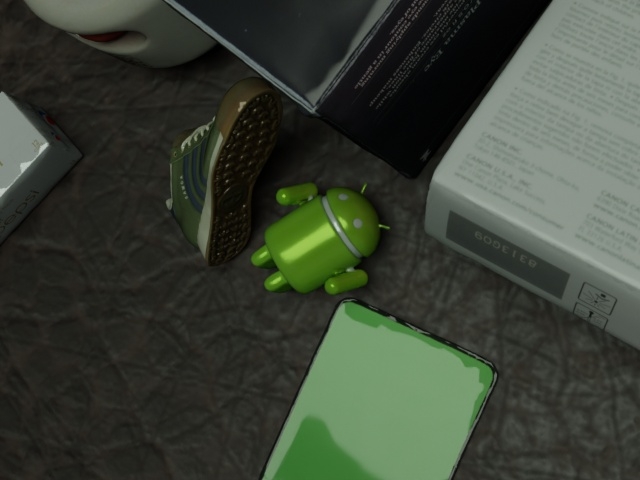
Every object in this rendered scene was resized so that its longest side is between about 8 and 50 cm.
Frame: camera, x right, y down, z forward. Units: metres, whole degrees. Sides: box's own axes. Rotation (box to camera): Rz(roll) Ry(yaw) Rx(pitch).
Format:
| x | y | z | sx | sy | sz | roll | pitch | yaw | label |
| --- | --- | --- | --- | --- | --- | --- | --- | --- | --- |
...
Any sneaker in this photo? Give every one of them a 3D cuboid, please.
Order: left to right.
| x | y | z | sx | sy | sz | roll | pitch | yaw | label |
| --- | --- | --- | --- | --- | --- | --- | --- | --- | --- |
| -0.092 | -0.070 | 1.006 | 0.086 | 0.064 | 0.192 | 45 | 140 | 27 | sneaker |

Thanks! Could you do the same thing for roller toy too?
| x | y | z | sx | sy | sz | roll | pitch | yaw | label |
| --- | --- | --- | --- | --- | --- | --- | --- | --- | --- |
| -0.156 | -0.249 | 1.038 | 0.209 | 0.146 | 0.191 | -35 | 67 | 16 | roller toy |

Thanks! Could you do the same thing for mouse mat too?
| x | y | z | sx | sy | sz | roll | pitch | yaw | label |
| --- | --- | --- | --- | --- | --- | --- | --- | --- | --- |
| 0.046 | 0.160 | 1.014 | 0.152 | 0.007 | 0.190 | 25 | 91 | 17 | mouse mat |

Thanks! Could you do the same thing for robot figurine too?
| x | y | z | sx | sy | sz | roll | pitch | yaw | label |
| --- | --- | --- | --- | --- | --- | --- | --- | --- | --- |
| 0.000 | 0.000 | 1.010 | 0.115 | 0.067 | 0.101 | -31 | 75 | 11 | robot figurine |

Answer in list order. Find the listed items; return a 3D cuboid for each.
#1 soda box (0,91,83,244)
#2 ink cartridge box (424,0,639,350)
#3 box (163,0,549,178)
| x | y | z | sx | sy | sz | roll | pitch | yaw | label |
| --- | --- | --- | --- | --- | --- | --- | --- | --- | --- |
| -0.323 | -0.030 | 1.105 | 0.216 | 0.069 | 0.074 | -46 | 75 | 8 | soda box |
| 0.304 | -0.091 | 0.904 | 0.308 | 0.091 | 0.385 | 29 | 65 | 17 | ink cartridge box |
| 0.072 | -0.246 | 0.886 | 0.179 | 0.312 | 0.343 | 39 | 95 | 16 | box |
